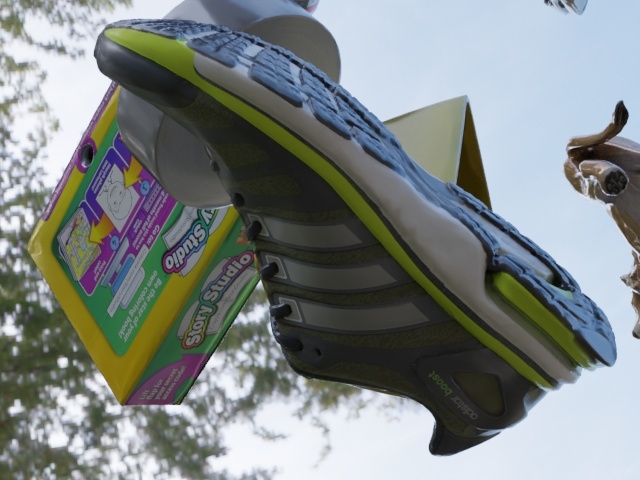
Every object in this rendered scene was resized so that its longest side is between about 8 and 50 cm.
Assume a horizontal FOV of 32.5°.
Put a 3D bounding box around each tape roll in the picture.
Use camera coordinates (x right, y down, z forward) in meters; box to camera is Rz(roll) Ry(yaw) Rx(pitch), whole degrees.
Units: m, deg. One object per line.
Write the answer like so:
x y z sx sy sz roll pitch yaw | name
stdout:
-0.085 -0.138 1.059 0.219 0.072 0.219 -31 -32 -23 | tape roll

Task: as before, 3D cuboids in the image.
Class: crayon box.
-0.199 -0.029 1.380 0.106 0.313 0.363 7 -57 -47 | crayon box

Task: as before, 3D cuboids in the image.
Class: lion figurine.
0.386 -0.027 1.299 0.142 0.240 0.392 -37 -67 -3 | lion figurine

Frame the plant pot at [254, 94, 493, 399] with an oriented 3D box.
0.057 0.018 1.022 0.187 0.212 0.212 -6 -52 18 | plant pot

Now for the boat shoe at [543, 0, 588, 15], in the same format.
0.294 -0.353 1.439 0.206 0.065 0.075 26 -98 -57 | boat shoe

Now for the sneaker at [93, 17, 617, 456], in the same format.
0.000 0.000 0.550 0.300 0.111 0.121 39 -74 0 | sneaker

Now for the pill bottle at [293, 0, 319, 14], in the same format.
-0.034 -0.359 1.296 0.108 0.108 0.180 1 -41 -19 | pill bottle
